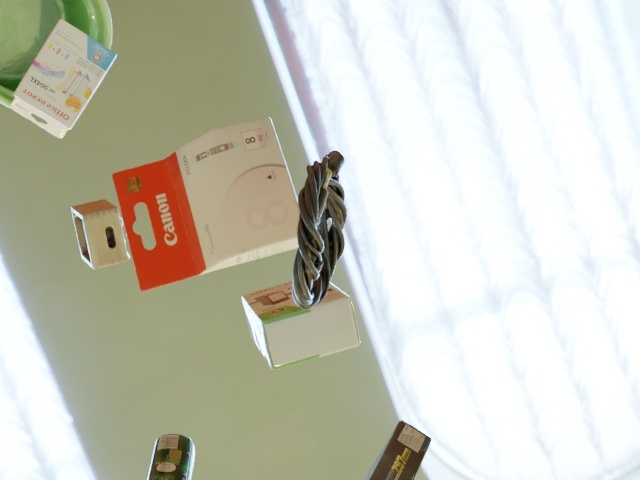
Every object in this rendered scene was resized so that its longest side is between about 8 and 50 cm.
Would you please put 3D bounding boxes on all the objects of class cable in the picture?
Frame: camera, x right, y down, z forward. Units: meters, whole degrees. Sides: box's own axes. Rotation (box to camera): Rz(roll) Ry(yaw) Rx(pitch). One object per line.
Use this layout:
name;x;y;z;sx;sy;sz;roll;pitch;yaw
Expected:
cable;0.000;0.000;1.025;0.047;0.185;0.150;8;-153;5

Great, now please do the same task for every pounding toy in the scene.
pounding toy;-0.426;-0.005;1.859;0.100;0.141;0.130;-15;-163;-23

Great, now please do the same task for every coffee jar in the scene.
coffee jar;-0.282;0.454;1.728;0.079;0.096;0.184;2;-148;0

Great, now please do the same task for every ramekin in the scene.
ramekin;-0.581;-0.416;1.839;0.303;0.304;0.148;-27;-142;-34

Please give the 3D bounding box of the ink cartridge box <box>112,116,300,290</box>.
ink cartridge box;-0.153;-0.052;1.259;0.232;0.189;0.066;-14;159;-10

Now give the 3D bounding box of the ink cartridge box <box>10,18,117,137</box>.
ink cartridge box;-0.364;-0.224;1.316;0.143;0.092;0.090;-59;-164;-2

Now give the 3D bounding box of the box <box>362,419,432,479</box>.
box;0.064;0.380;1.287;0.183;0.059;0.232;-64;170;28

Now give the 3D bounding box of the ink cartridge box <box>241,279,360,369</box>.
ink cartridge box;-0.054;0.182;2.169;0.211;0.122;0.289;-15;-168;-12
